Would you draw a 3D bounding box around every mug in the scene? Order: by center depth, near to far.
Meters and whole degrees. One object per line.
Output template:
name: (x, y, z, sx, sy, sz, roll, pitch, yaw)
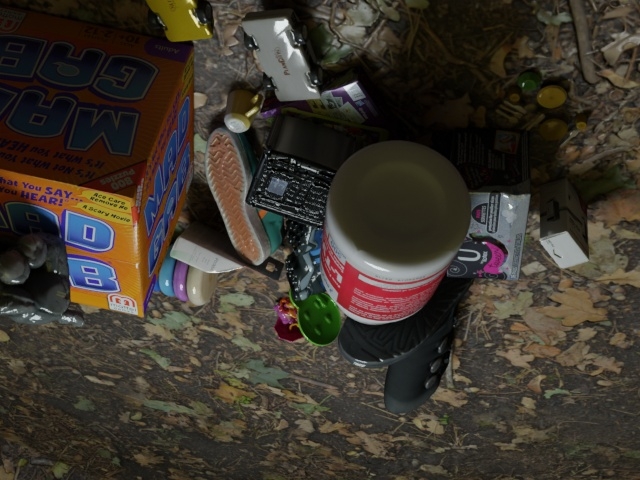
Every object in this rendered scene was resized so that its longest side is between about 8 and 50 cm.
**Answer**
mug: (-0.144, -0.235, 1.487, 0.062, 0.064, 0.078, 18, 142, -6)

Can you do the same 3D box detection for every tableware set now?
tableware set: (0.382, -0.224, 1.389, 0.154, 0.024, 0.104, 25, 138, -14)

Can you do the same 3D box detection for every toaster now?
toaster: (-0.034, -0.125, 1.488, 0.168, 0.110, 0.185, 17, 143, -8)

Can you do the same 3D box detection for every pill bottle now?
pill bottle: (0.114, 0.012, 1.445, 0.229, 0.229, 0.407, 11, 159, 2)

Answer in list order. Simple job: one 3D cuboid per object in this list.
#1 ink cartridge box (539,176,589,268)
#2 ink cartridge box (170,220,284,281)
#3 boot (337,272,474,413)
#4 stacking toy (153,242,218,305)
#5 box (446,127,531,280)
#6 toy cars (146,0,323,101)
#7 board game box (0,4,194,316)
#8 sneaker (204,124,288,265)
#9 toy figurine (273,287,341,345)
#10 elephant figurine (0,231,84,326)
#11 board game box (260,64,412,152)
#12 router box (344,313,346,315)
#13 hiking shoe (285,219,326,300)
ink cartridge box: (0.452, -0.032, 1.522, 0.056, 0.135, 0.099, -19, 133, 34)
ink cartridge box: (-0.194, 0.039, 1.750, 0.225, 0.181, 0.056, 27, 101, -3)
boot: (0.177, 0.252, 1.821, 0.146, 0.367, 0.445, 45, 152, 24)
stacking toy: (-0.409, 0.055, 1.896, 0.330, 0.141, 0.141, 10, 143, 11)
box: (0.302, -0.061, 1.503, 0.142, 0.163, 0.247, 2, 142, 10)
toy cars: (-0.141, -0.361, 1.311, 0.394, 0.087, 0.176, 26, 146, -23)
board game box: (-0.441, -0.135, 1.458, 0.356, 0.356, 0.356, 12, 143, 0)
sneaker: (-0.140, -0.105, 1.638, 0.108, 0.121, 0.302, 12, 128, 33)
toy figurine: (-0.062, 0.185, 1.991, 0.159, 0.130, 0.173, -21, 111, 49)
elephant figurine: (-0.529, 0.051, 1.329, 0.239, 0.186, 0.169, 4, -173, 29)
board game box: (0.068, -0.162, 1.540, 0.208, 0.056, 0.347, -16, 135, 27)
router box: (0.114, 0.142, 1.927, 0.092, 0.038, 0.122, 14, 143, -3)
hiking shoe: (0.000, 0.000, 1.746, 0.132, 0.113, 0.304, -11, 142, -16)
